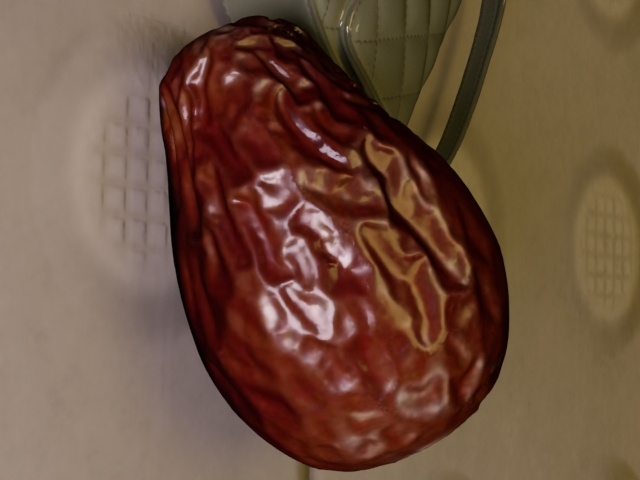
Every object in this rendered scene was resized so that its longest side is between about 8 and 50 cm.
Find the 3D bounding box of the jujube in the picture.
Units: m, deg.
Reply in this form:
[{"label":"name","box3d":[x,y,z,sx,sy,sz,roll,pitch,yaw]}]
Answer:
[{"label":"jujube","box3d":[0.000,0.000,0.781,0.168,0.168,0.236,-35,99,-49]}]

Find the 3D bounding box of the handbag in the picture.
[{"label":"handbag","box3d":[0.053,-0.155,0.913,0.219,0.079,0.256,54,49,-41]}]
